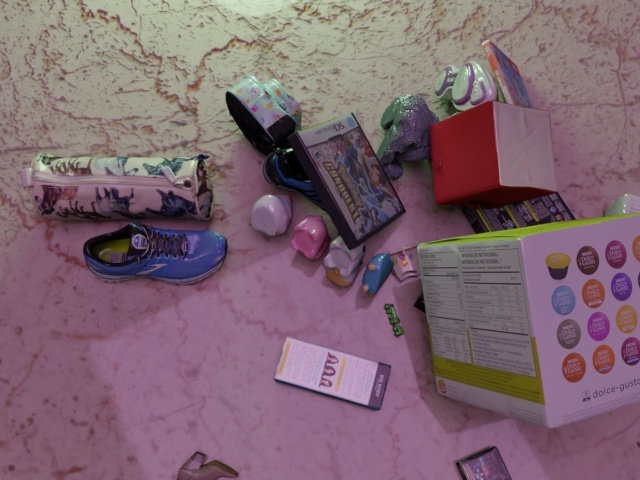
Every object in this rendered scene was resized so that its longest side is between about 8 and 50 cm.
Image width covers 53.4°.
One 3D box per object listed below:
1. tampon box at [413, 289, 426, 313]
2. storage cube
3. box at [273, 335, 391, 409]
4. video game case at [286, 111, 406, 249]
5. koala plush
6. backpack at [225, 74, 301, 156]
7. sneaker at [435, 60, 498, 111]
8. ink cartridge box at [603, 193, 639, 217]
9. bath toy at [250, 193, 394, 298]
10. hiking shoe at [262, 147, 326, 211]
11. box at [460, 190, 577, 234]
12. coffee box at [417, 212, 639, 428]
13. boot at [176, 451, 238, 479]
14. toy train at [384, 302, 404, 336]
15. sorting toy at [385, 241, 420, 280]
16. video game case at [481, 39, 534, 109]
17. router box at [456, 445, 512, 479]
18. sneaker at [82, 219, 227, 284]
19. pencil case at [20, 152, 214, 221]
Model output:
[{"bbox_3d":[0.311,0.107,1.465,0.120,0.101,0.161,32,74,8],"label":"tampon box"},{"bbox_3d":[0.377,-0.184,1.405,0.184,0.193,0.215,3,81,-32],"label":"storage cube"},{"bbox_3d":[0.026,0.296,1.419,0.244,0.060,0.100,16,73,4],"label":"box"},{"bbox_3d":[0.068,-0.143,1.431,0.248,0.035,0.274,-32,94,-52],"label":"video game case"},{"bbox_3d":[0.267,-0.244,1.543,0.221,0.203,0.196,16,71,-10],"label":"koala plush"},{"bbox_3d":[-0.138,-0.311,1.552,0.188,0.166,0.144,41,78,9],"label":"backpack"},{"bbox_3d":[0.383,-0.361,1.533,0.152,0.305,0.114,17,108,-10],"label":"sneaker"},{"bbox_3d":[0.755,0.093,1.472,0.207,0.119,0.353,16,72,3],"label":"ink cartridge box"},{"bbox_3d":[0.000,0.000,1.481,0.348,0.151,0.129,31,38,12],"label":"bath toy"},{"bbox_3d":[0.017,-0.132,1.489,0.304,0.132,0.113,14,81,-18],"label":"hiking shoe"},{"bbox_3d":[0.480,-0.063,1.547,0.216,0.060,0.270,-26,74,-9],"label":"box"},{"bbox_3d":[0.439,0.136,1.258,0.338,0.338,0.334,-9,90,-22],"label":"coffee box"},{"bbox_3d":[-0.246,0.510,1.358,0.118,0.042,0.087,25,80,7],"label":"boot"},{"bbox_3d":[0.172,0.184,1.482,0.024,0.017,0.083,-15,73,-16],"label":"toy train"},{"bbox_3d":[0.201,0.053,1.514,0.083,0.045,0.075,-17,81,-7],"label":"sorting toy"},{"bbox_3d":[0.491,-0.340,1.576,0.025,0.204,0.285,-26,70,31],"label":"video game case"},{"bbox_3d":[0.360,0.518,1.368,0.092,0.038,0.122,-20,74,-8],"label":"router box"},{"bbox_3d":[-0.377,0.029,1.449,0.330,0.147,0.129,-6,73,-4],"label":"sneaker"},{"bbox_3d":[-0.460,-0.124,1.478,0.410,0.183,0.159,1,73,-1],"label":"pencil case"}]
